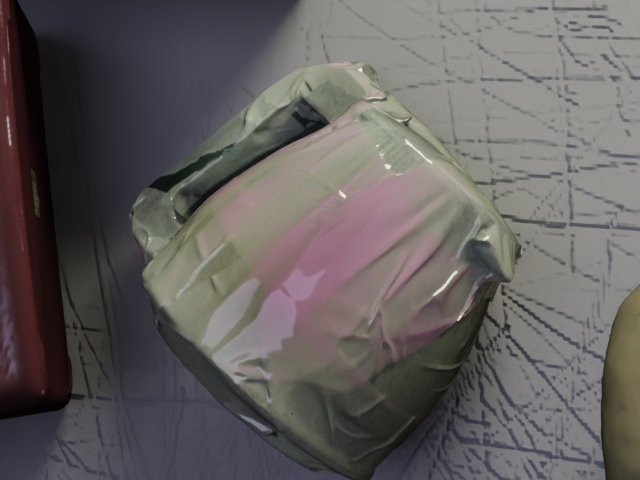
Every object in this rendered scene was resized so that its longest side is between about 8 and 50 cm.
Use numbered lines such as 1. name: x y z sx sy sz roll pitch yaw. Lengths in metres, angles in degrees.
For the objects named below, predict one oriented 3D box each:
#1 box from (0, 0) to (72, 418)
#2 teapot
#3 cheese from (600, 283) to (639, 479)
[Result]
1. box: -0.241 -0.016 0.928 0.168 0.193 0.294 -7 84 -2
2. teapot: 0.010 0.010 0.876 0.178 0.221 0.163 -46 110 3
3. cheese: 0.207 0.215 0.737 0.351 0.129 0.328 41 87 17
